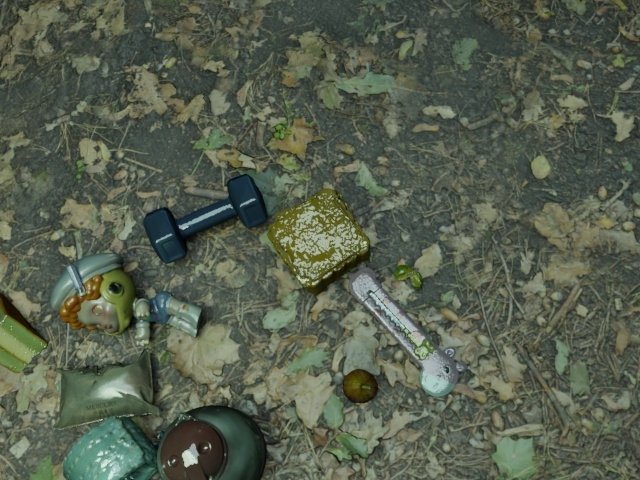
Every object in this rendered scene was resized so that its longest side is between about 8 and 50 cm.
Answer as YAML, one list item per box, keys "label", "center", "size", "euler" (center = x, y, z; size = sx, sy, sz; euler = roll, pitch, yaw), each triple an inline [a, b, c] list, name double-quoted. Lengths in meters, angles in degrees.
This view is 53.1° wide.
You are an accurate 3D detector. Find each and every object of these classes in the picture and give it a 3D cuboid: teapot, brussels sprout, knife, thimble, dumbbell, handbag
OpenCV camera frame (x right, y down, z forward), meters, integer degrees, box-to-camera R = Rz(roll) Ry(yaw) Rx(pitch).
- label: "teapot"
  center: [-0.244, 0.525, 1.444]
  size: [0.233, 0.312, 0.315]
  euler: [-25, 71, -3]
- label: "brussels sprout"
  center: [0.237, 0.096, 1.709]
  size: [0.083, 0.046, 0.051]
  euler: [30, 71, 3]
- label: "knife"
  center: [0.211, 0.226, 1.664]
  size: [0.132, 0.038, 0.398]
  euler: [-39, 72, -12]
- label: "thimble"
  center: [-0.488, 0.522, 1.509]
  size: [0.143, 0.235, 0.198]
  euler: [44, 38, 17]
- label: "dumbbell"
  center: [-0.309, -0.062, 1.740]
  size: [0.325, 0.144, 0.160]
  euler: [-24, 73, -4]
- label: "handbag"
  center: [-0.543, 0.375, 1.621]
  size: [0.270, 0.117, 0.182]
  euler: [-9, 62, -1]

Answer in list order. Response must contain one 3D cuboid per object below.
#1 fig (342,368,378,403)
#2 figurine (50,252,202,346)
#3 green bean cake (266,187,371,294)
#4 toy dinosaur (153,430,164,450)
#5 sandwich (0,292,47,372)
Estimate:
- label: "fig"
  center: [0.099, 0.358, 1.579]
  size: [0.089, 0.125, 0.088]
  euler: [0, 74, -1]
- label: "figurine"
  center: [-0.499, 0.165, 1.685]
  size: [0.382, 0.224, 0.205]
  euler: [24, 49, -13]
- label: "green bean cake"
  center: [0.000, 0.000, 1.708]
  size: [0.230, 0.131, 0.224]
  euler: [-33, 70, -5]
- label: "toy dinosaur"
  center: [-0.389, 0.509, 1.605]
  size: [0.047, 0.030, 0.083]
  euler: [21, 74, 9]
- label: "sandwich"
  center: [-0.851, 0.245, 1.735]
  size: [0.117, 0.144, 0.187]
  euler: [-45, 38, -12]
